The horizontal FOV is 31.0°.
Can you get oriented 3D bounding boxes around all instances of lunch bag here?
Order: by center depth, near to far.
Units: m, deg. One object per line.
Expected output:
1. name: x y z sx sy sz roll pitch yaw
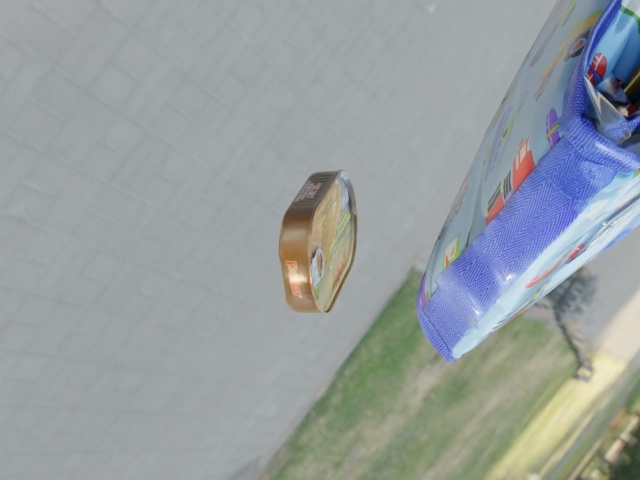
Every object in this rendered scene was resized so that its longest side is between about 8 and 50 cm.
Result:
1. lunch bag: 0.148 -0.072 0.589 0.293 0.138 0.221 -46 173 -27

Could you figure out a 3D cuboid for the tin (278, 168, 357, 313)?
1. tin: 0.000 0.000 1.118 0.190 0.040 0.106 -60 141 -63
